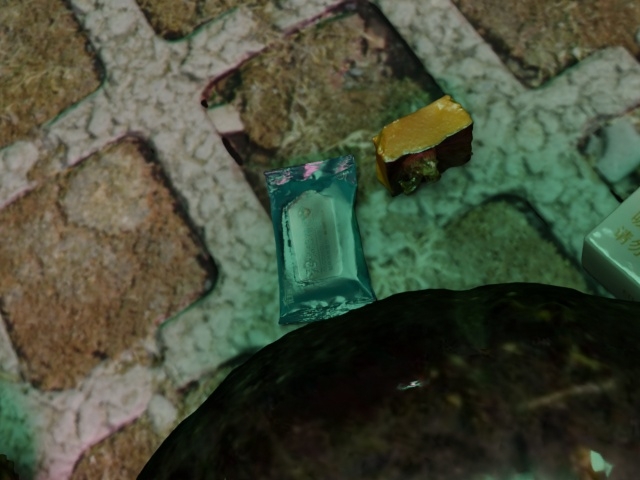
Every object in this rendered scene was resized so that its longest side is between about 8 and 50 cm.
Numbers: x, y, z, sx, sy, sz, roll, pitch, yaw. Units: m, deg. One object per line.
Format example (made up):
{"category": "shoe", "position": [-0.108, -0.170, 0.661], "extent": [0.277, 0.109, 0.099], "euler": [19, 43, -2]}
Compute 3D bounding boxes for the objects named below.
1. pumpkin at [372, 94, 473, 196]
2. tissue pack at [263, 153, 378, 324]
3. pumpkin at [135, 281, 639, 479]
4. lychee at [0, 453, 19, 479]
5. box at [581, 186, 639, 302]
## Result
{"category": "pumpkin", "position": [0.084, -0.073, 0.725], "extent": [0.083, 0.074, 0.054], "euler": [-24, 71, 2]}
{"category": "tissue pack", "position": [0.000, 0.000, 0.741], "extent": [0.085, 0.028, 0.138], "euler": [-10, 71, 12]}
{"category": "pumpkin", "position": [0.096, 0.241, 0.446], "extent": [0.454, 0.344, 0.455], "euler": [-1, 78, 6]}
{"category": "lychee", "position": [-0.302, 0.209, 0.655], "extent": [0.171, 0.171, 0.171], "euler": [-4, 68, 10]}
{"category": "box", "position": [0.330, -0.018, 0.654], "extent": [0.233, 0.067, 0.149], "euler": [-41, 67, -6]}
